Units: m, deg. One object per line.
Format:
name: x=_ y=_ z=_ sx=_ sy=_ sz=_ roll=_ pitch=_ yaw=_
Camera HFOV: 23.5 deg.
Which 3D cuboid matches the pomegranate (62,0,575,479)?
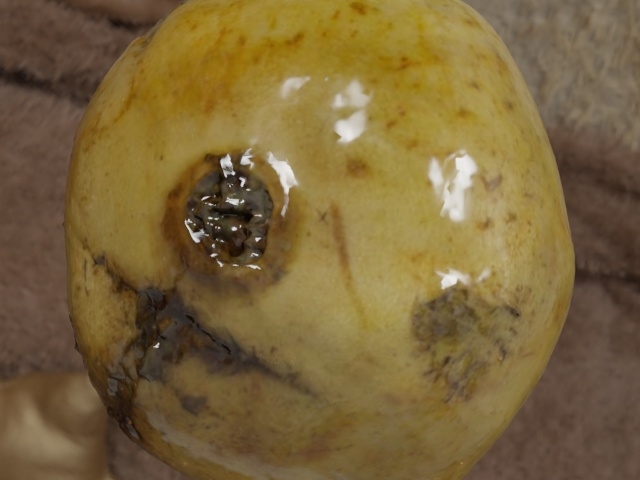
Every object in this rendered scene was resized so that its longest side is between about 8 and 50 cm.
pomegranate: x=0.000 y=0.000 z=0.719 sx=0.260 sy=0.260 sz=0.260 roll=9 pitch=128 yaw=12
